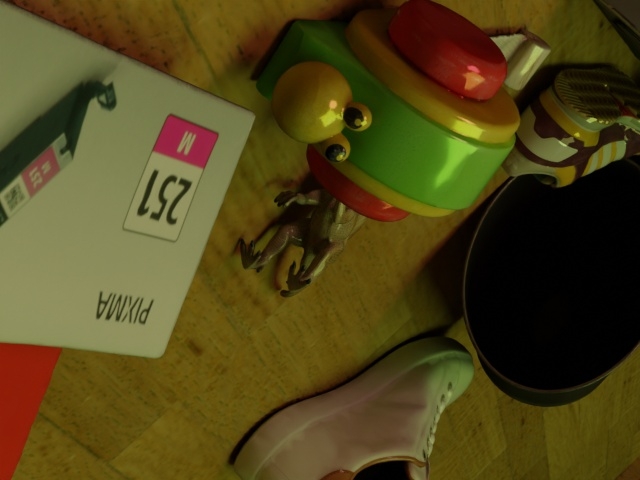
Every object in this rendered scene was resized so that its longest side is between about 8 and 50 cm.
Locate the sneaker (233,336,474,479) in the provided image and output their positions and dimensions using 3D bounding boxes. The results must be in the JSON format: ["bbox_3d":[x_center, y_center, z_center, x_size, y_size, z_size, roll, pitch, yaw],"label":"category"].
[{"bbox_3d":[0.058,0.173,1.402,0.290,0.123,0.106,-24,150,-49],"label":"sneaker"}]

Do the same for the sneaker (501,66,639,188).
[{"bbox_3d":[0.194,-0.081,1.262,0.084,0.070,0.185,-44,157,25],"label":"sneaker"}]

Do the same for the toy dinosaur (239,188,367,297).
[{"bbox_3d":[0.000,0.000,1.039,0.092,0.053,0.183,-27,154,-44],"label":"toy dinosaur"}]

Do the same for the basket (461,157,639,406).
[{"bbox_3d":[0.195,0.052,1.398,0.227,0.154,0.204,79,34,-73],"label":"basket"}]

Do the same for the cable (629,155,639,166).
[{"bbox_3d":[0.307,-0.111,1.458,0.150,0.047,0.184,-43,158,18],"label":"cable"}]

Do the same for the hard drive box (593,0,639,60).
[{"bbox_3d":[0.293,-0.130,1.174,0.089,0.181,0.232,-48,160,9],"label":"hard drive box"}]

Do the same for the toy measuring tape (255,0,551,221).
[{"bbox_3d":[0.080,-0.074,0.961,0.121,0.121,0.330,-54,159,24],"label":"toy measuring tape"}]

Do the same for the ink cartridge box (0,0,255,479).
[{"bbox_3d":[-0.143,0.027,0.683,0.275,0.060,0.239,17,94,-68],"label":"ink cartridge box"}]

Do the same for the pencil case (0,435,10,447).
[{"bbox_3d":[-0.214,0.127,0.848,0.070,0.064,0.152,19,123,-26],"label":"pencil case"}]
